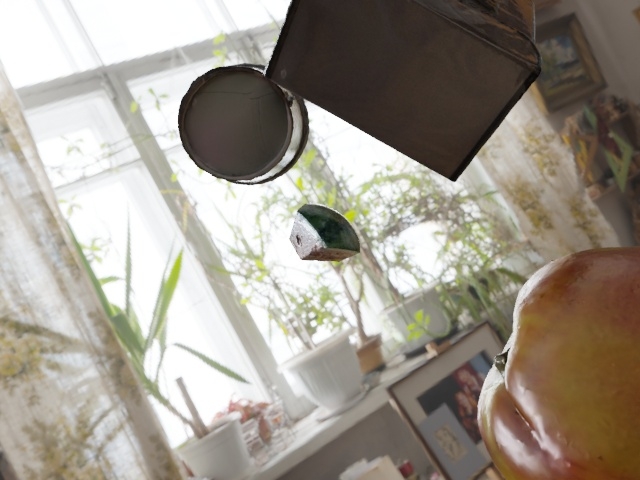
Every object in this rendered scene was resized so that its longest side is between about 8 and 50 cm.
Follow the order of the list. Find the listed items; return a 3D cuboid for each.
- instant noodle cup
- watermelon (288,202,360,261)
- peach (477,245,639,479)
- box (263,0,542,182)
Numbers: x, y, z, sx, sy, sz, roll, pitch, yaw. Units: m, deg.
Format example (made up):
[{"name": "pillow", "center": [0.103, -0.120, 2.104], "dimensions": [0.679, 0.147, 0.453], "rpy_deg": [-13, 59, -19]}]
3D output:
[{"name": "instant noodle cup", "center": [-0.125, -0.187, 1.076], "dimensions": [0.218, 0.217, 0.207], "rpy_deg": [-29, 9, 5]}, {"name": "watermelon", "center": [0.006, -0.001, 0.805], "dimensions": [0.085, 0.072, 0.092], "rpy_deg": [12, 23, -7]}, {"name": "peach", "center": [0.276, 0.130, 0.544], "dimensions": [0.281, 0.281, 0.238], "rpy_deg": [-26, -43, -38]}, {"name": "box", "center": [0.093, -0.222, 0.745], "dimensions": [0.188, 0.252, 0.153], "rpy_deg": [-59, 8, 49]}]
